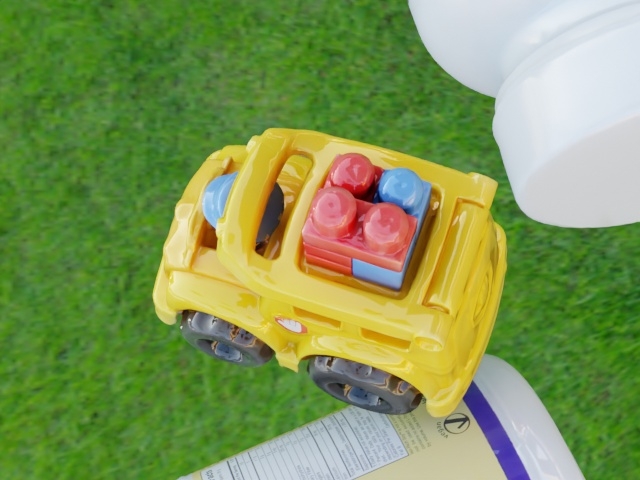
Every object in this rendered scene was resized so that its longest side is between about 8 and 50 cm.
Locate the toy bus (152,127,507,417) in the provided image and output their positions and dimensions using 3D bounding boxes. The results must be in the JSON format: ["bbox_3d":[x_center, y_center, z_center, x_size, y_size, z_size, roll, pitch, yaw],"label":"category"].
[{"bbox_3d":[0.000,0.000,0.899,0.220,0.211,0.149,17,74,11],"label":"toy bus"}]

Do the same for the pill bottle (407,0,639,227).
[{"bbox_3d":[0.108,-0.166,0.631,0.169,0.169,0.301,-23,66,26],"label":"pill bottle"}]

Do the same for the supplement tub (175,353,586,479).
[{"bbox_3d":[0.020,0.244,1.022,0.331,0.241,0.241,-23,80,-6],"label":"supplement tub"}]
